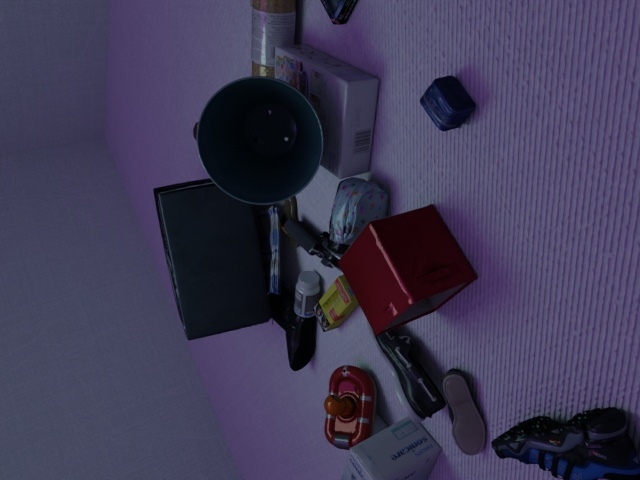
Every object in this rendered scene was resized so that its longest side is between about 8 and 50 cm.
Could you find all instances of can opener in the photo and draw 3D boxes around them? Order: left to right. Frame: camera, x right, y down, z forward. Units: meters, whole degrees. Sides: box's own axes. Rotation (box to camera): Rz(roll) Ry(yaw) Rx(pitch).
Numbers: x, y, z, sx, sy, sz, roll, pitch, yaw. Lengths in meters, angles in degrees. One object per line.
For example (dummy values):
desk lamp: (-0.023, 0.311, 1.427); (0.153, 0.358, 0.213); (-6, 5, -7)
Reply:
can opener: (0.000, 0.000, 1.627); (0.283, 0.076, 0.095); (43, 107, 42)

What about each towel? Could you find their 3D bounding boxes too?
towel: (-0.174, 0.034, 1.859); (0.209, 0.034, 0.285); (175, 94, -71)

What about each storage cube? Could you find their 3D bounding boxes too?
storage cube: (0.180, 0.065, 1.215); (0.193, 0.183, 0.215); (63, 149, 18)

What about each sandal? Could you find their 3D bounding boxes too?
sandal: (-0.102, -0.062, 1.765); (0.072, 0.049, 0.180); (20, 121, 55)

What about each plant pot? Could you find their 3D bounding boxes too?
plant pot: (-0.133, -0.252, 1.350); (0.195, 0.289, 0.291); (-82, -13, -71)

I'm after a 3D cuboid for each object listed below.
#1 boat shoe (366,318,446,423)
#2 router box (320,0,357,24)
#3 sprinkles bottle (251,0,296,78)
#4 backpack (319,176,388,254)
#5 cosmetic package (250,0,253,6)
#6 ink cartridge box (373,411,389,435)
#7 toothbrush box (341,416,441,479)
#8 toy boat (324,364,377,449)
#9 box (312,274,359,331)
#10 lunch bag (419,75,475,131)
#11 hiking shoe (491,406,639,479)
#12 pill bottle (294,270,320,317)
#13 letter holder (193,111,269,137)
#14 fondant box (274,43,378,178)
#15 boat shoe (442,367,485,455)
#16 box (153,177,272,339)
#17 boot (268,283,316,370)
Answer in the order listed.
boat shoe: (0.211, 0.295, 1.383); (0.091, 0.114, 0.303); (-35, 61, 17)
router box: (0.037, -0.574, 1.276); (0.123, 0.038, 0.092); (64, 149, 15)
sprinkles bottle: (-0.124, -0.565, 1.468); (0.121, 0.121, 0.356); (43, 139, 41)
backpack: (0.094, -0.061, 1.361); (0.115, 0.151, 0.182); (28, 117, 43)
cosmetic package: (-0.151, -0.667, 1.543); (0.115, 0.041, 0.060); (45, 141, 40)
ink cartridge box: (0.123, 0.543, 1.682); (0.181, 0.061, 0.105); (44, 139, 41)
toothbrush box: (0.173, 0.637, 1.492); (0.126, 0.216, 0.296); (47, 142, 37)
toy boat: (0.066, 0.470, 1.583); (0.150, 0.151, 0.231); (-7, 66, 35)
box: (0.052, 0.182, 1.620); (0.087, 0.058, 0.232); (63, 149, 19)
lunch bag: (0.242, -0.255, 1.063); (0.099, 0.067, 0.065); (61, 149, 17)
hiking shoe: (0.437, 0.399, 1.023); (0.304, 0.113, 0.132); (-42, 68, 58)
pill bottle: (-0.041, 0.168, 1.752); (0.078, 0.078, 0.137); (44, 139, 40)
letter holder: (-0.255, -0.278, 1.658); (0.302, 0.214, 0.152); (180, 74, -80)
fondant box: (0.001, -0.334, 1.405); (0.330, 0.096, 0.239); (41, 138, 42)
boat shoe: (0.329, 0.391, 1.280); (0.065, 0.075, 0.206); (-52, -54, -73)
box: (-0.391, 0.032, 1.951); (0.471, 0.297, 0.481); (-163, 62, -70)
boot: (-0.108, 0.294, 1.911); (0.207, 0.094, 0.247); (37, 129, 42)
